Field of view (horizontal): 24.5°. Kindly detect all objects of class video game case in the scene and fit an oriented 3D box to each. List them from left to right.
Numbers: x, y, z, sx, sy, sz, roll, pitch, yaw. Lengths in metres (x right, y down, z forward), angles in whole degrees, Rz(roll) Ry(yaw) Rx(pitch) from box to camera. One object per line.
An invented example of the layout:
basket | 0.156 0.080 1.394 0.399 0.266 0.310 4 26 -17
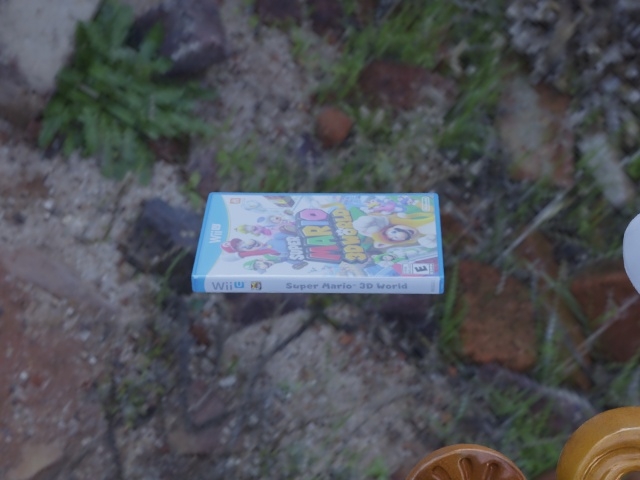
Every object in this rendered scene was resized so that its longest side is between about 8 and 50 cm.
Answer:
video game case | 0.000 0.000 1.016 0.166 0.015 0.119 0 31 2

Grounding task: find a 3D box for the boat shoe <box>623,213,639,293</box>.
boat shoe | 0.403 0.016 1.330 0.102 0.301 0.108 -5 92 -31

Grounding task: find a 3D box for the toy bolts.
toy bolts | 0.190 0.221 1.083 0.228 0.218 0.158 56 7 -11
